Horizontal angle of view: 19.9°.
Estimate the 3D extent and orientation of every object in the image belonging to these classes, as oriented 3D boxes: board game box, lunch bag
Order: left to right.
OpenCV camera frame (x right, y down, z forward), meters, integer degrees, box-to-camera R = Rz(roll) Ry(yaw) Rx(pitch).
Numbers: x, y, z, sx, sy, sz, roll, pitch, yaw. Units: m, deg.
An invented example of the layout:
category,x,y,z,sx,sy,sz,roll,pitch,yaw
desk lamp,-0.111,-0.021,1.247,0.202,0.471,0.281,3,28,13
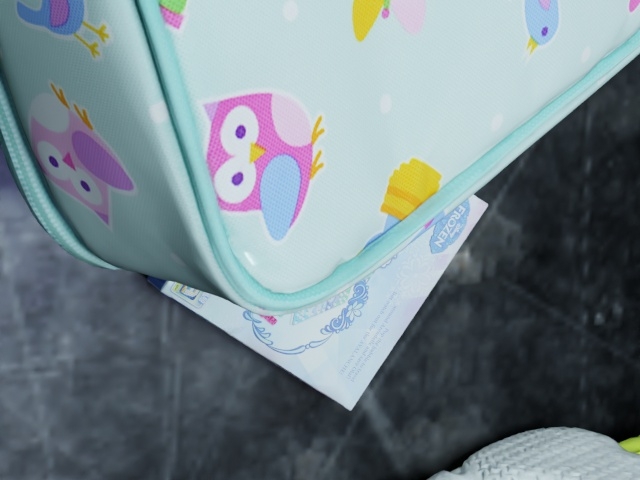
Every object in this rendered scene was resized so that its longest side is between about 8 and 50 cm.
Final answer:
category,x,y,z,sx,sy,sz,roll,pitch,yaw
board game box,0.000,0.000,0.636,0.090,0.020,0.090,35,88,-28
lunch bag,0.011,-0.117,0.516,0.279,0.108,0.224,-36,127,-34

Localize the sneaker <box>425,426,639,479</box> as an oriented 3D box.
category,x,y,z,sx,sy,sz,roll,pitch,yaw
sneaker,0.135,0.130,0.696,0.240,0.091,0.126,-14,111,-21
